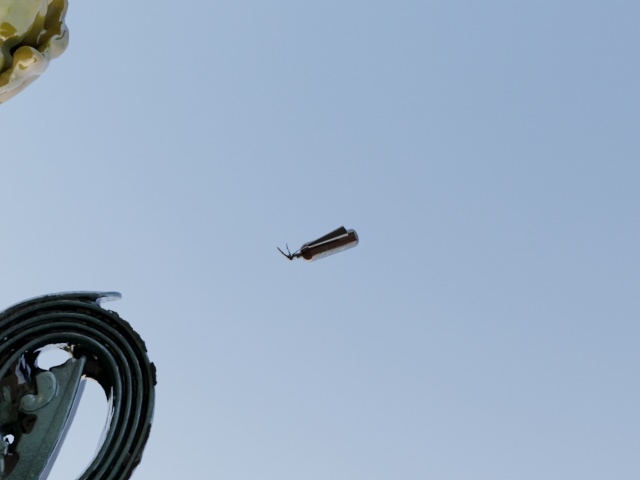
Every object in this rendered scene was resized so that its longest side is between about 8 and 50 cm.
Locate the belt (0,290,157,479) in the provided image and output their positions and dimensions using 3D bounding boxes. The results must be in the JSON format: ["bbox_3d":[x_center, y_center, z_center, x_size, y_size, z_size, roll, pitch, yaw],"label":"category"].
[{"bbox_3d":[-0.263,0.164,0.826,0.206,0.116,0.267,32,-111,-3],"label":"belt"}]

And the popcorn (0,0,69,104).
[{"bbox_3d":[-0.248,-0.190,0.504,0.190,0.250,0.250,-6,-89,-1],"label":"popcorn"}]

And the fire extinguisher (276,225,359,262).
[{"bbox_3d":[0.003,0.005,1.037,0.046,0.100,0.032,-14,-87,65],"label":"fire extinguisher"}]
